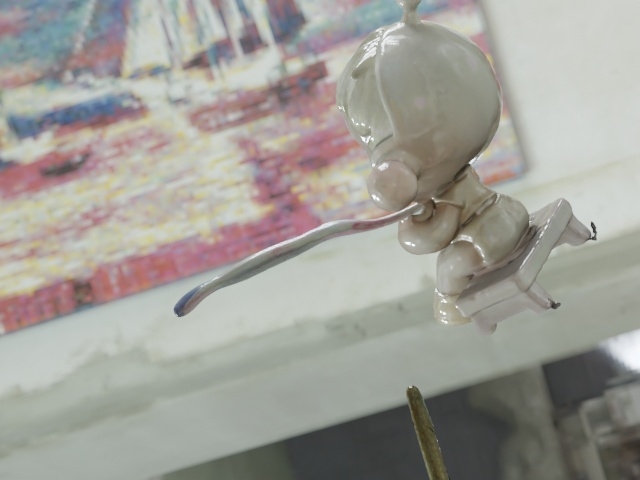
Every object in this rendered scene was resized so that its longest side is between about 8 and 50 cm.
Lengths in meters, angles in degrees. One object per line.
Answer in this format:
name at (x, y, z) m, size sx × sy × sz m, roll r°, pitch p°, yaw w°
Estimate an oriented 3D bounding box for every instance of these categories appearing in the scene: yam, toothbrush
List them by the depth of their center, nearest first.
yam at (0.076, 0.146, 1.036) m, size 0.014 × 0.014 × 0.107 m, roll 52°, pitch -161°, yaw -62°
toothbrush at (0.000, 0.000, 1.274) m, size 0.021 × 0.269 × 0.027 m, roll 69°, pitch 176°, yaw -76°

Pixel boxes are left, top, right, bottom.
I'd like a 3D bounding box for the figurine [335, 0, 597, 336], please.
figurine at (0.095, -0.063, 1.175) m, size 0.182 × 0.144 × 0.257 m, roll -39°, pitch -77°, yaw -33°
